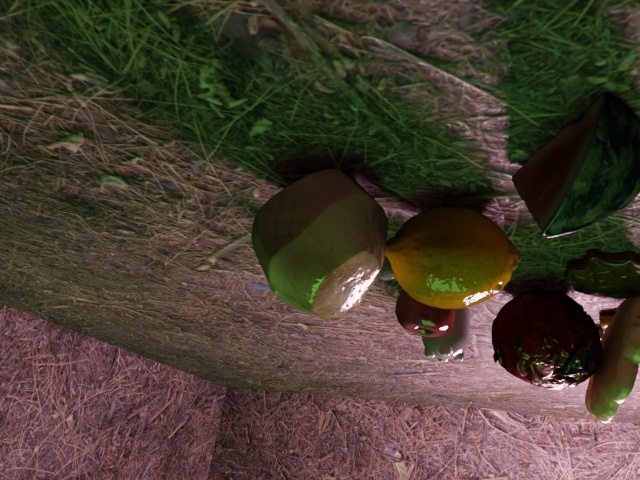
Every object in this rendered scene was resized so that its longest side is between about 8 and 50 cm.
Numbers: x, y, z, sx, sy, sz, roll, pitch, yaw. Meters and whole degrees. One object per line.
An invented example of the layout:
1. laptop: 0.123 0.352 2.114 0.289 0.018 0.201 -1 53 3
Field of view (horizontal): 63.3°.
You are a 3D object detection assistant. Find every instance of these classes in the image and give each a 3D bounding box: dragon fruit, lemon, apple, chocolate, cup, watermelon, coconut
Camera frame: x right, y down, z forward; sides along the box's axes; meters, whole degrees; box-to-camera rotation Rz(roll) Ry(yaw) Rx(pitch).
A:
1. dragon fruit: 0.531 0.239 1.240 0.244 0.244 0.299 1 171 18
2. lemon: 0.239 0.031 0.948 0.257 0.188 0.188 5 156 0
3. apple: 0.270 0.178 1.341 0.153 0.120 0.153 13 157 6
4. chocolate: 0.173 0.044 1.142 0.072 0.072 0.167 23 155 -28
5. cup: 0.348 0.274 1.494 0.134 0.142 0.173 17 155 -18
6. watermelon: 0.361 -0.074 0.727 0.136 0.207 0.202 36 172 3
7. coconut: 0.000 0.000 0.922 0.259 0.259 0.259 8 156 4

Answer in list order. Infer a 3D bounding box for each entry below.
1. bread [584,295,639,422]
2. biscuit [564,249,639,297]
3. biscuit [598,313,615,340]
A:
1. bread: 0.665 0.259 1.168 0.054 0.316 0.316 20 160 21
2. biscuit: 0.610 0.075 1.094 0.215 0.034 0.182 29 149 -37
3. biscuit: 0.772 0.246 1.406 0.174 0.039 0.183 21 152 -26
